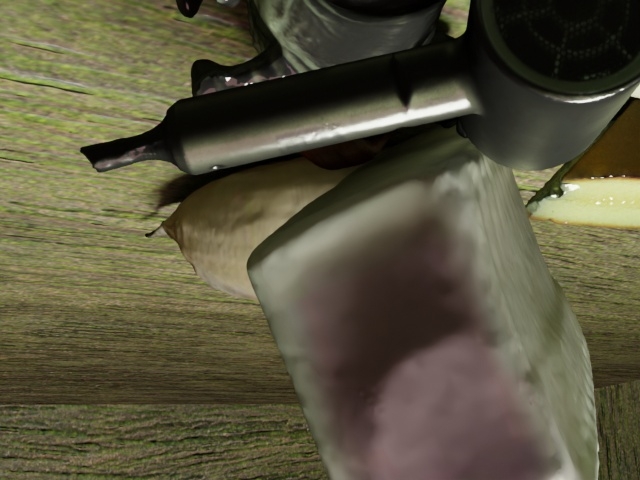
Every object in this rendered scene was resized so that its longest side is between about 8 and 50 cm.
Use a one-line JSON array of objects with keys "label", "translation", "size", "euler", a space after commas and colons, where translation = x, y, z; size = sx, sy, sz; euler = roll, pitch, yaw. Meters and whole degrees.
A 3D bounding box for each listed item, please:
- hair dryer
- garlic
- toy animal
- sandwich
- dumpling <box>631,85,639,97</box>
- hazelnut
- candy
[{"label": "hair dryer", "translation": [0.018, -0.060, 0.502], "size": [0.248, 0.078, 0.195], "euler": [-10, 171, 2]}, {"label": "garlic", "translation": [-0.012, 0.001, 1.001], "size": [0.338, 0.151, 0.196], "euler": [-5, 178, 2]}, {"label": "toy animal", "translation": [0.008, -0.126, 0.598], "size": [0.168, 0.106, 0.343], "euler": [-14, 170, 4]}, {"label": "sandwich", "translation": [0.301, -0.064, 0.936], "size": [0.257, 0.096, 0.094], "euler": [1, 157, -18]}, {"label": "dumpling", "translation": [0.193, -0.134, 0.580], "size": [0.228, 0.124, 0.151], "euler": [24, -169, 40]}, {"label": "hazelnut", "translation": [0.014, -0.092, 0.783], "size": [0.086, 0.086, 0.086], "euler": [-5, 165, -1]}, {"label": "candy", "translation": [0.084, 0.040, 0.739], "size": [0.145, 0.208, 0.359], "euler": [-22, -173, 14]}]
